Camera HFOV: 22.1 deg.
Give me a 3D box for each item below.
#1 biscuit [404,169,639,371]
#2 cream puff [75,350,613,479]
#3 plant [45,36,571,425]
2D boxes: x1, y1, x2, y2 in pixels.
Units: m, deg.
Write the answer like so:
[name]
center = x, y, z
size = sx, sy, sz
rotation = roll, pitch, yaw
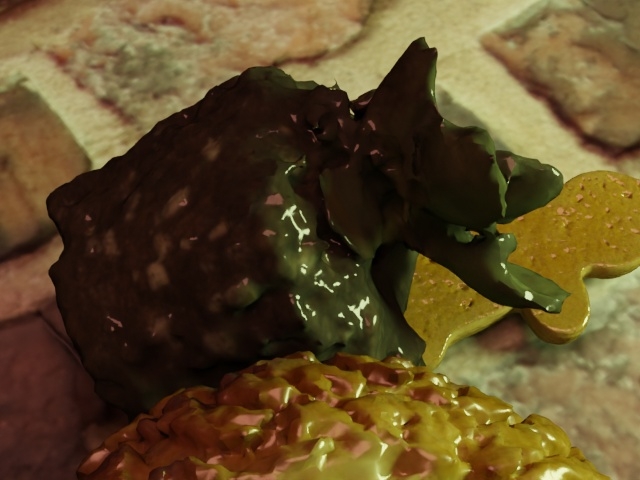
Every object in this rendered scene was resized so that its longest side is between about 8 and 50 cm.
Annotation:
[biscuit]
center = 0.133, 0.013, 1.183
size = 0.240, 0.035, 0.158
rotation = -16, 61, -9
[cream puff]
center = 0.020, 0.182, 0.901
size = 0.343, 0.327, 0.231
rotation = -18, 60, 31
[plant]
center = 0.000, 0.000, 1.042
size = 0.312, 0.215, 0.213
rotation = -28, 42, 14
